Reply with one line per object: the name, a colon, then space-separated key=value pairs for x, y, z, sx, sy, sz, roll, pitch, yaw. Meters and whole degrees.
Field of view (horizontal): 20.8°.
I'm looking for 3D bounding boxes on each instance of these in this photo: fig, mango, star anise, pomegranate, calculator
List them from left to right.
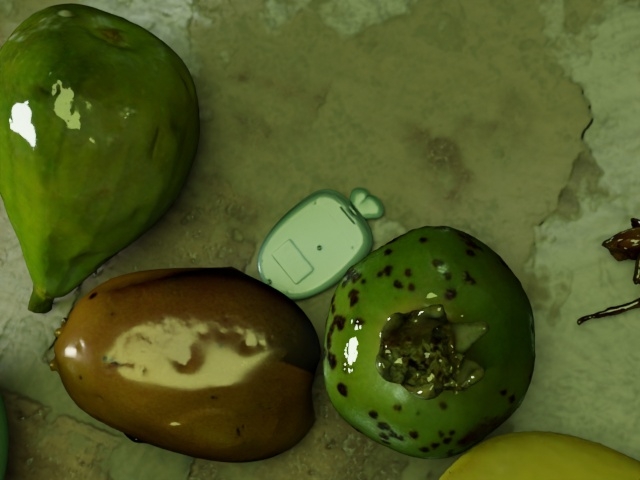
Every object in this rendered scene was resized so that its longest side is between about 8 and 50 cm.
fig: x=-0.236 y=-0.090 z=1.863 sx=0.233 sy=0.314 sz=0.233 roll=-4 pitch=37 yaw=3
mango: x=-0.139 y=0.122 z=1.810 sx=0.287 sy=0.152 sz=0.201 roll=4 pitch=72 yaw=7
calculator: x=0.000 y=0.000 z=1.874 sx=0.153 sy=0.021 sz=0.095 roll=-40 pitch=78 yaw=4
pomegranate: x=0.114 y=0.086 z=1.710 sx=0.231 sy=0.286 sz=0.231 roll=3 pitch=68 yaw=-7
star anise: x=0.339 y=0.023 z=1.799 sx=0.191 sy=0.070 sz=0.097 roll=-31 pitch=51 yaw=4

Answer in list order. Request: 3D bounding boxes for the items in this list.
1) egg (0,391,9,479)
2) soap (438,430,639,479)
egg: x=-0.433 y=0.206 z=1.804 sx=0.220 sy=0.220 sz=0.269 roll=-11 pitch=81 yaw=7
soap: x=0.278 y=0.368 z=1.711 sx=0.427 sy=0.115 sz=0.306 roll=27 pitch=81 yaw=-7
